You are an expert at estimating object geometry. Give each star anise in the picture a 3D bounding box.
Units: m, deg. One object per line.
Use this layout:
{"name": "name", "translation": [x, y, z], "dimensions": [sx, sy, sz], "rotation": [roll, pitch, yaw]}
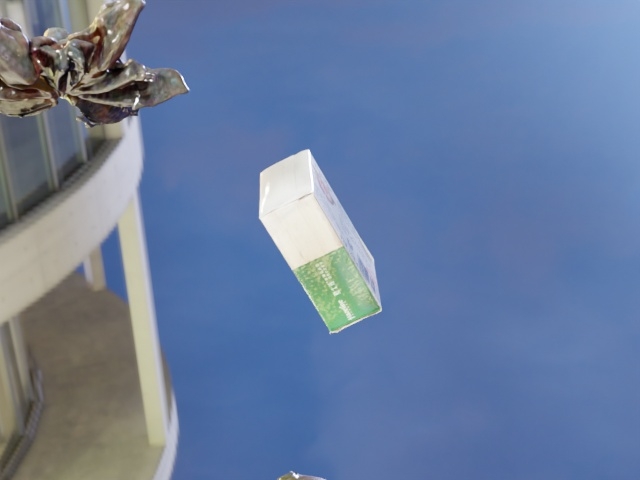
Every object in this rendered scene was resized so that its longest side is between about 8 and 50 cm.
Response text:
{"name": "star anise", "translation": [-0.292, -0.196, 1.220], "dimensions": [0.283, 0.129, 0.212], "rotation": [-6, 177, -19]}

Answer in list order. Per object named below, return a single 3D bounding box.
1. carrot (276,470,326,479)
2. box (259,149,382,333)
{"name": "carrot", "translation": [0.006, 0.165, 0.538], "dimensions": [0.078, 0.078, 0.298], "rotation": [-7, 175, -9]}
{"name": "box", "translation": [0.000, 0.000, 1.390], "dimensions": [0.081, 0.199, 0.135], "rotation": [-24, -154, 10]}
